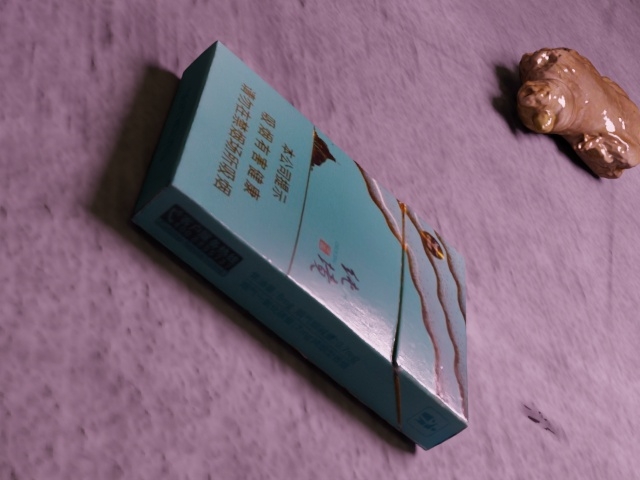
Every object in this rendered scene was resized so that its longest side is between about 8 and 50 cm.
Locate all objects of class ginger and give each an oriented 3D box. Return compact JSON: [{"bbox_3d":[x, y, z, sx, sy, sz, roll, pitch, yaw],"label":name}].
[{"bbox_3d":[0.253,-0.140,1.227,0.213,0.074,0.137,15,46,-40],"label":"ginger"}]

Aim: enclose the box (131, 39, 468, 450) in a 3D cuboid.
[{"bbox_3d":[0.001,0.000,0.724,0.229,0.041,0.162,40,31,-21],"label":"box"}]
